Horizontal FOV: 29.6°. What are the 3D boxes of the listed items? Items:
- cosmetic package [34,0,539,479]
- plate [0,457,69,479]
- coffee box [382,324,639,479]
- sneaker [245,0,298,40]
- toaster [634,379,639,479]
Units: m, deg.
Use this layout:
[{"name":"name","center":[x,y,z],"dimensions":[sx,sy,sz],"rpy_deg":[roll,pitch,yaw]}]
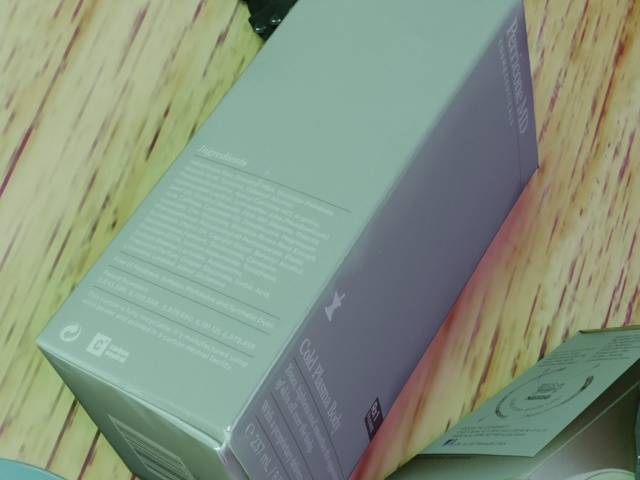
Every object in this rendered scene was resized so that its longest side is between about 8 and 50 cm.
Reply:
[{"name":"cosmetic package","center":[0.000,0.000,0.528],"dimensions":[0.238,0.107,0.127],"rpy_deg":[-54,150,-22]},{"name":"plate","center":[-0.144,0.182,0.487],"dimensions":[0.188,0.024,0.188],"rpy_deg":[4,81,-30]},{"name":"coffee box","center":[0.111,0.159,0.597],"dimensions":[0.246,0.098,0.141],"rpy_deg":[-32,100,-30]},{"name":"sneaker","center":[-0.011,-0.219,0.600],"dimensions":[0.106,0.078,0.234],"rpy_deg":[-18,95,-34]},{"name":"toaster","center":[0.229,0.128,0.542],"dimensions":[0.146,0.129,0.227],"rpy_deg":[11,76,-34]}]
